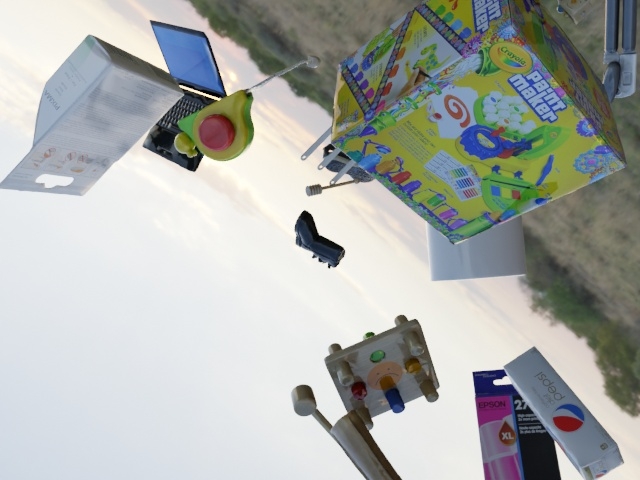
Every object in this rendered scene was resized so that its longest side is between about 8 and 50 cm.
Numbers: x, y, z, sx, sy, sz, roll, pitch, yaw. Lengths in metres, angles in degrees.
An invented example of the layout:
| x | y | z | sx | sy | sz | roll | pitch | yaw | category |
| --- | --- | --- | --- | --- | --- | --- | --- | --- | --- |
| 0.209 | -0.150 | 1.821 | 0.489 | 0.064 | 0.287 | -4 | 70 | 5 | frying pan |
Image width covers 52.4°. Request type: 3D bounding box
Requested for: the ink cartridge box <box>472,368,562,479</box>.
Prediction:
| x | y | z | sx | sy | sz | roll | pitch | yaw | category |
| --- | --- | --- | --- | --- | --- | --- | --- | --- | --- |
| 0.477 | 0.483 | 1.584 | 0.069 | 0.175 | 0.371 | 64 | -158 | -55 | ink cartridge box |

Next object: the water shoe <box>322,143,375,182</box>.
| x | y | z | sx | sy | sz | roll | pitch | yaw | category |
| --- | --- | --- | --- | --- | --- | --- | --- | --- | --- |
| 0.094 | -0.231 | 1.904 | 0.203 | 0.073 | 0.080 | 15 | -126 | -38 | water shoe |

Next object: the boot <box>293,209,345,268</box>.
| x | y | z | sx | sy | sz | roll | pitch | yaw | category |
| --- | --- | --- | --- | --- | --- | --- | --- | --- | --- |
| 0.000 | 0.000 | 1.253 | 0.099 | 0.045 | 0.121 | 31 | 152 | 15 | boot |

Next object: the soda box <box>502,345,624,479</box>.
| x | y | z | sx | sy | sz | roll | pitch | yaw | category |
| --- | --- | --- | --- | --- | --- | --- | --- | --- | --- |
| 0.391 | 0.280 | 1.058 | 0.074 | 0.069 | 0.216 | 54 | -177 | -41 | soda box |

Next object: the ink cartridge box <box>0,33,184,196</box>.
| x | y | z | sx | sy | sz | roll | pitch | yaw | category |
| --- | --- | --- | --- | --- | --- | --- | --- | --- | --- |
| -0.311 | -0.155 | 0.868 | 0.056 | 0.224 | 0.181 | 52 | -167 | 10 | ink cartridge box |

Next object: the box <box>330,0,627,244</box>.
| x | y | z | sx | sy | sz | roll | pitch | yaw | category |
| --- | --- | --- | --- | --- | --- | --- | --- | --- | --- |
| 0.216 | -0.179 | 0.910 | 0.290 | 0.279 | 0.177 | 36 | -136 | -33 | box |

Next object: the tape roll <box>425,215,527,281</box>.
| x | y | z | sx | sy | sz | roll | pitch | yaw | category |
| --- | --- | --- | --- | --- | --- | --- | --- | --- | --- |
| 0.397 | 0.015 | 1.665 | 0.246 | 0.246 | 0.169 | 8 | -103 | -71 | tape roll |

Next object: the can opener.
| x | y | z | sx | sy | sz | roll | pitch | yaw | category |
| --- | --- | --- | --- | --- | --- | --- | --- | --- | --- |
| 0.705 | -0.463 | 1.527 | 0.074 | 0.280 | 0.093 | 5 | -151 | 27 | can opener |

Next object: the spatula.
| x | y | z | sx | sy | sz | roll | pitch | yaw | category |
| --- | --- | --- | --- | --- | --- | --- | --- | --- | --- |
| 0.075 | -0.255 | 1.662 | 0.168 | 0.242 | 0.019 | 39 | -172 | -39 | spatula |

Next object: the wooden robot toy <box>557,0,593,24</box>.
| x | y | z | sx | sy | sz | roll | pitch | yaw | category |
| --- | --- | --- | --- | --- | --- | --- | --- | --- | --- |
| 0.314 | -0.365 | 0.851 | 0.076 | 0.079 | 0.173 | 30 | -149 | -41 | wooden robot toy |

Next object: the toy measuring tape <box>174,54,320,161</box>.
| x | y | z | sx | sy | sz | roll | pitch | yaw | category |
| --- | --- | --- | --- | --- | --- | --- | --- | --- | --- |
| -0.131 | -0.234 | 1.243 | 0.121 | 0.330 | 0.121 | 59 | -164 | -28 | toy measuring tape |

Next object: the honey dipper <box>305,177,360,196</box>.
| x | y | z | sx | sy | sz | roll | pitch | yaw | category |
| --- | --- | --- | --- | --- | --- | --- | --- | --- | --- |
| 0.036 | -0.144 | 1.703 | 0.160 | 0.031 | 0.030 | -15 | -139 | -27 | honey dipper |

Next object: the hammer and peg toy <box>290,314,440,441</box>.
| x | y | z | sx | sy | sz | roll | pitch | yaw | category |
| --- | --- | --- | --- | --- | --- | --- | --- | --- | --- |
| 0.112 | 0.359 | 1.637 | 0.127 | 0.361 | 0.266 | -116 | 2 | -55 | hammer and peg toy |

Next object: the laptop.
| x | y | z | sx | sy | sz | roll | pitch | yaw | category |
| --- | --- | --- | --- | --- | --- | --- | --- | --- | --- |
| -0.325 | -0.318 | 1.425 | 0.234 | 0.264 | 0.136 | 27 | -179 | 42 | laptop |

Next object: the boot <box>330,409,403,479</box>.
| x | y | z | sx | sy | sz | roll | pitch | yaw | category |
| --- | --- | --- | --- | --- | --- | --- | --- | --- | --- |
| 0.126 | 0.543 | 1.510 | 0.269 | 0.089 | 0.236 | 49 | 148 | 21 | boot |
